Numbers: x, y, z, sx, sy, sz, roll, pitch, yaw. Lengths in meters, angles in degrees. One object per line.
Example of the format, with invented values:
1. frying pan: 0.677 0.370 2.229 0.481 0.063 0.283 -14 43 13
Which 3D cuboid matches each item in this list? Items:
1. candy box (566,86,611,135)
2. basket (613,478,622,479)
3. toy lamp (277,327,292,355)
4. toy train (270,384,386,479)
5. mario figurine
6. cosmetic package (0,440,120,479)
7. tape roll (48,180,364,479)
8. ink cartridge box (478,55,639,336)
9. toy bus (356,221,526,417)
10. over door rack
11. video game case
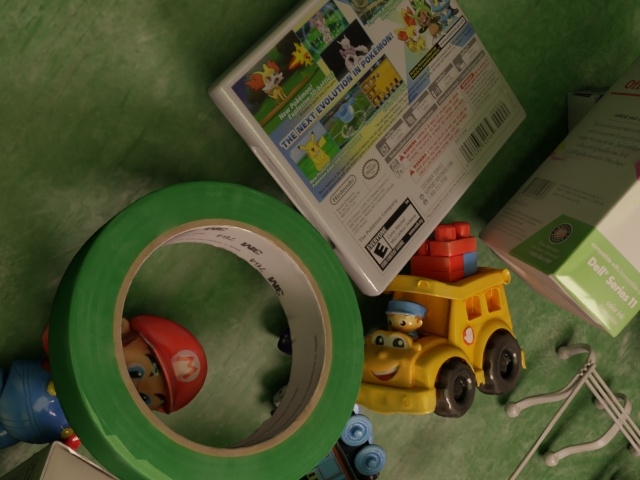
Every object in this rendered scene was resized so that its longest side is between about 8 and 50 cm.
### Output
1. candy box: 0.430 -0.125 1.217 0.196 0.070 0.164 -10 105 -17
2. basket: 0.445 0.454 1.330 0.103 0.113 0.167 34 89 -25
3. toy lamp: 0.000 0.000 1.083 0.080 0.080 0.274 2 100 -21
4. toy train: 0.009 0.239 1.142 0.105 0.080 0.184 -27 110 -6
5. mario figurine: -0.276 0.168 0.963 0.321 0.170 0.198 -15 147 -9
6. cosmetic package: -0.338 0.348 0.917 0.309 0.160 0.113 -33 120 26
7. tape roll: -0.108 0.102 0.936 0.321 0.077 0.321 9 72 -30
8. ink cartridge box: 0.371 -0.080 1.057 0.119 0.207 0.353 42 91 -18
9. toy bus: 0.133 0.088 1.089 0.220 0.149 0.211 -15 104 -46
10. over door rack: 0.329 0.334 1.237 0.239 0.108 0.324 49 58 -22
11. video game case: 0.071 -0.156 1.046 0.329 0.036 0.300 -48 114 -24
